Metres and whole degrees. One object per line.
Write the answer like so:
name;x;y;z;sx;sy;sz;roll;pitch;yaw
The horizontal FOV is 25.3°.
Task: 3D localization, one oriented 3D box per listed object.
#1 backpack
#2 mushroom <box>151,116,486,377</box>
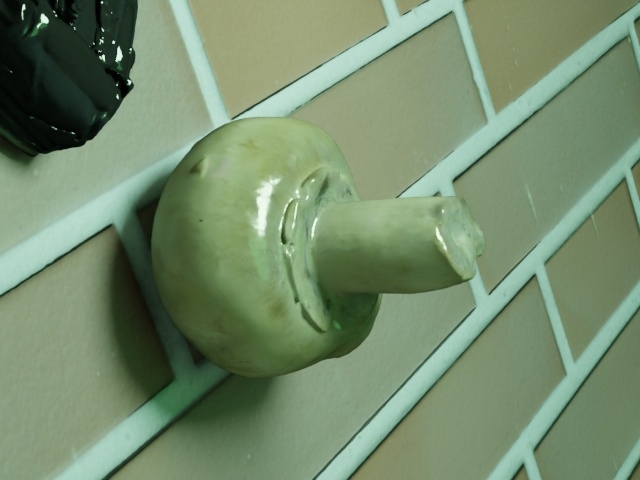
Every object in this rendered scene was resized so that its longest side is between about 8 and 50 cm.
backpack;-0.258;-0.227;1.413;0.206;0.133;0.258;47;40;-44
mushroom;0.000;0.000;1.543;0.314;0.336;0.314;28;59;-59
